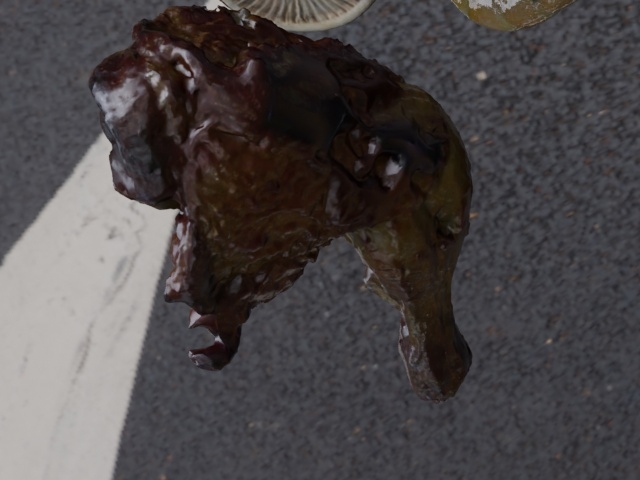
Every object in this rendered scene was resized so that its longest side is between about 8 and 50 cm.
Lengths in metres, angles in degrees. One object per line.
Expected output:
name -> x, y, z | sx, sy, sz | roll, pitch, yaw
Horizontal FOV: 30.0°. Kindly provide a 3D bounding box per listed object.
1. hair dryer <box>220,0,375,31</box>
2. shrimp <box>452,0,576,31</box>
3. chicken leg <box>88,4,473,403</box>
hair dryer -> 0.005, -0.284, 0.606 | 0.107, 0.189, 0.344 | 8, 151, -3
shrimp -> 0.168, -0.272, 0.852 | 0.262, 0.051, 0.198 | -23, 95, 43
chicken leg -> 0.006, -0.011, 0.617 | 0.083, 0.322, 0.177 | 17, 91, 41
